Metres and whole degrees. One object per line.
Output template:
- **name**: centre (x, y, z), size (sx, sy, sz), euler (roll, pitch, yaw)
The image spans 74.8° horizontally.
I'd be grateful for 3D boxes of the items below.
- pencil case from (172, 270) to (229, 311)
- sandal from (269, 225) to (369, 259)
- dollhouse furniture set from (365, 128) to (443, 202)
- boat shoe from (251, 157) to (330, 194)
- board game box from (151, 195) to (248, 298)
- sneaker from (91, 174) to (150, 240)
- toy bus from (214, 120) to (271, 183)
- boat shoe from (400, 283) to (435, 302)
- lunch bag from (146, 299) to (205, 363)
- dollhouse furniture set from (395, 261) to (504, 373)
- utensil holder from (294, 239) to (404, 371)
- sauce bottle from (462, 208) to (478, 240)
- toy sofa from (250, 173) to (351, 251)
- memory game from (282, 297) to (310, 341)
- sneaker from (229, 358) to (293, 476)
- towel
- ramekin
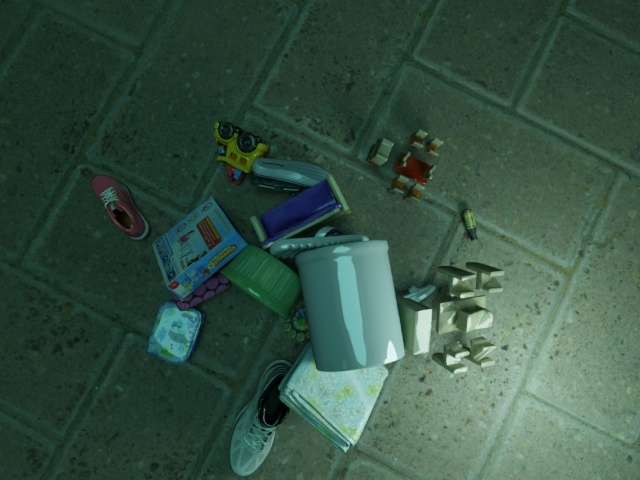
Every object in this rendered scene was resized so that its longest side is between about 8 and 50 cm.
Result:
- **pencil case**: centre (-0.457, 0.188, 1.599), size (0.209, 0.098, 0.095), euler (-22, 100, -31)
- **sandal**: centre (0.008, -0.006, 1.559), size (0.416, 0.169, 0.102), euler (-3, 70, -32)
- **dollhouse furniture set**: centre (0.329, -0.314, 1.690), size (0.259, 0.135, 0.262), euler (24, 85, -10)
- **boat shoe**: centre (-0.114, -0.243, 1.664), size (0.334, 0.119, 0.121), euler (9, 41, -17)
- **board game box**: centre (-0.456, 0.015, 1.554), size (0.302, 0.086, 0.308), euler (-39, 42, -4)
- **sneaker**: centre (-0.789, -0.142, 1.631), size (0.116, 0.136, 0.314), euler (-40, 86, -5)
- **toy bus**: centre (-0.339, -0.344, 1.667), size (0.220, 0.149, 0.212), euler (28, 101, 4)
- **boat shoe**: centre (0.366, 0.214, 1.659), size (0.184, 0.066, 0.063), euler (-31, 87, 6)
- **lunch bag**: centre (-0.551, 0.353, 1.612), size (0.175, 0.090, 0.219), euler (17, 84, 1)
- **dollhouse furniture set**: centre (0.433, 0.273, 1.558), size (0.393, 0.256, 0.363), euler (-4, 102, -24)
- **utensil holder**: centre (0.103, 0.216, 1.419), size (0.327, 0.327, 0.386), euler (-10, 82, -2)
- **sauce bottle**: centre (0.609, -0.062, 1.694), size (0.042, 0.042, 0.128), euler (-14, 84, -2)
- **toy sofa**: centre (-0.080, -0.099, 1.573), size (0.362, 0.177, 0.150), euler (-27, 82, 14)
- **memory game**: centre (-0.065, 0.300, 1.612), size (0.186, 0.012, 0.186), euler (-13, 53, 17)
- **sneaker**: centre (-0.227, 0.661, 1.505), size (0.169, 0.257, 0.448), euler (23, 85, 1)
- **towel**: centre (0.054, 0.512, 1.518), size (0.320, 0.090, 0.374), euler (42, 44, -1)
- **ramekin**: centre (-0.204, 0.145, 1.540), size (0.303, 0.303, 0.148), euler (35, 77, 2)
